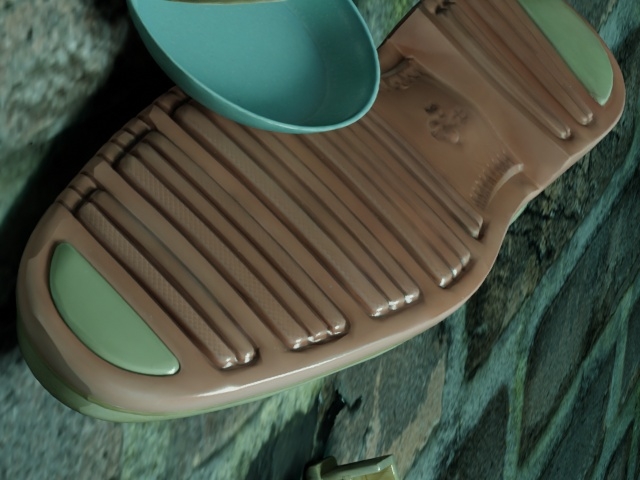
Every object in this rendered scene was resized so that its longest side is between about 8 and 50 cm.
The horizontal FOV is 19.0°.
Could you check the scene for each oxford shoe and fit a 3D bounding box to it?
[{"bbox_3d":[0.000,0.000,0.852,0.397,0.140,0.146,-28,164,-50],"label":"oxford shoe"}]

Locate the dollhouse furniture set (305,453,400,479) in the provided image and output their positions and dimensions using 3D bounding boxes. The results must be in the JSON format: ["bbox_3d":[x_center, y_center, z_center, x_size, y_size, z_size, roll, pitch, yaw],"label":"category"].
[{"bbox_3d":[-0.013,0.216,1.070,0.182,0.101,0.161,-11,87,-71],"label":"dollhouse furniture set"}]

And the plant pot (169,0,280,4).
[{"bbox_3d":[-0.014,-0.251,0.529,0.256,0.257,0.274,-63,142,-41],"label":"plant pot"}]

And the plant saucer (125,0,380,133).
[{"bbox_3d":[-0.032,-0.085,0.771,0.021,0.119,0.119,-48,-176,38],"label":"plant saucer"}]
